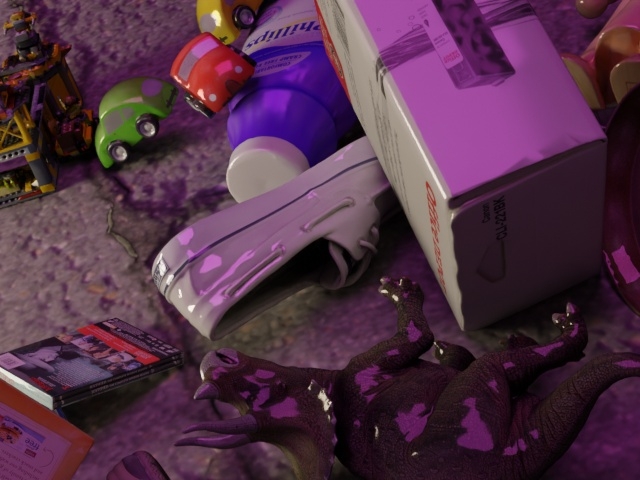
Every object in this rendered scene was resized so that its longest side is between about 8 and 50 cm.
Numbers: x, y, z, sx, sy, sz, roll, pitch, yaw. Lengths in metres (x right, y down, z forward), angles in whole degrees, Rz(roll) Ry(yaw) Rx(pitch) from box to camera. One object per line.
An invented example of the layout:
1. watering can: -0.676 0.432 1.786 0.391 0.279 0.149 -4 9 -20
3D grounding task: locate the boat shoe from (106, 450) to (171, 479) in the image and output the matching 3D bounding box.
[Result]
1. boat shoe: -0.091 0.239 0.893 0.116 0.123 0.324 -31 24 -6

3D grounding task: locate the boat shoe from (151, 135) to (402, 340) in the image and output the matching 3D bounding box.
1. boat shoe: 0.000 0.000 1.221 0.258 0.095 0.084 -29 64 -21

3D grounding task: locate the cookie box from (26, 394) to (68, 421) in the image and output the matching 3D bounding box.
1. cookie box: -0.249 0.142 1.174 0.107 0.040 0.092 -35 35 -22

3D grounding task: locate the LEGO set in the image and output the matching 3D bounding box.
1. LEGO set: -0.389 -0.134 1.506 0.331 0.192 0.255 -12 34 12

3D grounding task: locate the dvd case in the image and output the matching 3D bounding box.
1. dvd case: -0.174 0.089 1.193 0.119 0.013 0.087 -16 27 -42

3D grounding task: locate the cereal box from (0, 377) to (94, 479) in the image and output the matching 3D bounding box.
1. cereal box: -0.274 0.178 0.979 0.240 0.173 0.047 -58 7 -21

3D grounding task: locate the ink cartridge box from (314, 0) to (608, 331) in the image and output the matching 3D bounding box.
1. ink cartridge box: 0.090 -0.103 1.116 0.114 0.197 0.273 -22 62 -3

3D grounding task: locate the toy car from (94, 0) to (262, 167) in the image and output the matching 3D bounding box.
1. toy car: -0.135 -0.147 1.432 0.225 0.053 0.239 -37 22 29

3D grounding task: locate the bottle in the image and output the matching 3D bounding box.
1. bottle: -0.021 -0.131 1.397 0.118 0.092 0.283 -13 34 22

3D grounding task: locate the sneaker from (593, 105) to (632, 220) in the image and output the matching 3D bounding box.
1. sneaker: 0.190 -0.057 1.223 0.089 0.051 0.170 -11 30 14

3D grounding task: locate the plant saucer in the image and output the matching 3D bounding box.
1. plant saucer: 0.239 -0.027 1.067 0.029 0.168 0.168 -3 27 -23

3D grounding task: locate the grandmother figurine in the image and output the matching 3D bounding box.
1. grandmother figurine: 0.317 -0.221 1.347 0.208 0.104 0.342 13 48 28

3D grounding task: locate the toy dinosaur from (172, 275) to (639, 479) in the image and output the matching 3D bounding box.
1. toy dinosaur: 0.081 0.113 1.004 0.313 0.121 0.160 9 55 30
